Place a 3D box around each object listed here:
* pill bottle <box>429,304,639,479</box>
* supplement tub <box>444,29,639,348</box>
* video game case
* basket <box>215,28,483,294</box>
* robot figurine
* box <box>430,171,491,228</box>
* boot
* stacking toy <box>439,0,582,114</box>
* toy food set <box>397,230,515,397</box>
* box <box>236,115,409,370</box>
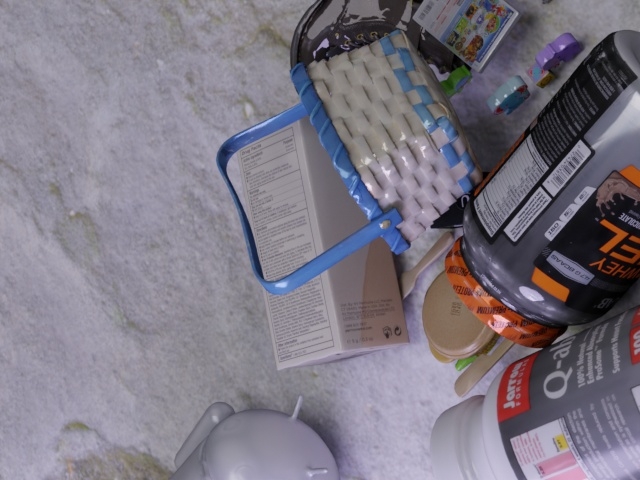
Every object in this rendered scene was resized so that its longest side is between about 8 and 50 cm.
[{"bbox_3d":[0.312,0.206,1.846,0.363,0.210,0.210,-29,73,35],"label":"pill bottle"},{"bbox_3d":[0.301,-0.050,1.855,0.207,0.207,0.338,52,121,26],"label":"supplement tub"},{"bbox_3d":[0.175,-0.270,1.996,0.122,0.011,0.087,44,110,30],"label":"video game case"},{"bbox_3d":[0.028,-0.087,1.941,0.289,0.201,0.255,-25,49,6],"label":"basket"},{"bbox_3d":[-0.109,0.360,2.192,0.353,0.200,0.300,-49,54,29],"label":"robot figurine"},{"bbox_3d":[0.180,-0.049,2.051,0.083,0.052,0.062,-10,83,37],"label":"box"},{"bbox_3d":[0.090,-0.258,2.103,0.229,0.091,0.263,30,116,26],"label":"boot"},{"bbox_3d":[0.252,-0.196,1.969,0.221,0.052,0.167,-45,63,18],"label":"stacking toy"},{"bbox_3d":[0.178,0.091,2.070,0.132,0.038,0.192,-47,52,23],"label":"toy food set"},{"bbox_3d":[0.000,0.000,2.138,0.148,0.121,0.311,-18,79,49],"label":"box"}]
